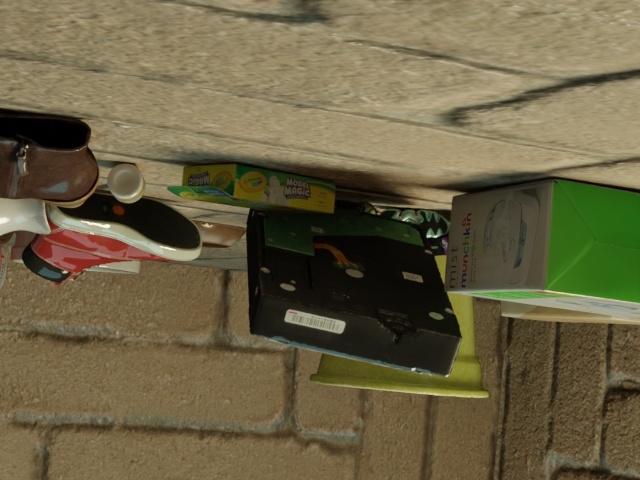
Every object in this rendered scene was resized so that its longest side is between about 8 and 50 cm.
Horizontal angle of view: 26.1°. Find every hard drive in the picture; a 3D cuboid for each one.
[{"bbox_3d":[0.029,0.044,1.665,0.236,0.064,0.339,13,-158,-10],"label":"hard drive"}]

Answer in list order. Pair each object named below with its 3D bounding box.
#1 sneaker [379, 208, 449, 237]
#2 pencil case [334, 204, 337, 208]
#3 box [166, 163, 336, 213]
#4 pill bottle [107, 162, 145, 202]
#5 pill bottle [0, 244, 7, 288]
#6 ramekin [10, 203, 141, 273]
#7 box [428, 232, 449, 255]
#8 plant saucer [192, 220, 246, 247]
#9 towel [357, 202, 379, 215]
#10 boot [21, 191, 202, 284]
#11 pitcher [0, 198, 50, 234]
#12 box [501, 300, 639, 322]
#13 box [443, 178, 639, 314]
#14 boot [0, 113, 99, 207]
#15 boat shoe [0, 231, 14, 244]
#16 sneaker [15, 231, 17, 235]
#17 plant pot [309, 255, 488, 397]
[{"bbox_3d":[0.131,-0.025,1.896,0.098,0.038,0.069,11,180,10],"label":"sneaker"},{"bbox_3d":[0.000,0.000,1.944,0.104,0.104,0.236,4,177,11],"label":"pencil case"},{"bbox_3d":[-0.082,-0.061,1.622,0.179,0.043,0.105,6,177,-42],"label":"box"},{"bbox_3d":[-0.236,-0.069,1.682,0.043,0.043,0.083,6,176,-4],"label":"pill bottle"},{"bbox_3d":[-0.626,0.022,2.124,0.229,0.229,0.407,5,176,-3],"label":"pill bottle"},{"bbox_3d":[-0.387,-0.010,2.209,0.207,0.109,0.207,6,175,0],"label":"ramekin"},{"bbox_3d":[0.200,-0.001,1.929,0.116,0.029,0.162,-13,-176,-19],"label":"box"},{"bbox_3d":[-0.234,-0.011,2.500,0.198,0.036,0.198,6,176,0],"label":"plant saucer"},{"bbox_3d":[0.056,0.008,1.907,0.027,0.110,0.148,20,178,10],"label":"towel"},{"bbox_3d":[-0.313,0.015,2.063,0.244,0.088,0.176,13,136,-23],"label":"boot"},{"bbox_3d":[-0.447,-0.045,1.677,0.207,0.126,0.178,-10,-163,-17],"label":"pitcher"},{"bbox_3d":[0.424,0.067,2.160,0.148,0.121,0.311,6,175,-23],"label":"box"},{"bbox_3d":[0.309,0.013,1.573,0.262,0.127,0.231,8,174,-23],"label":"box"},{"bbox_3d":[-0.349,-0.095,1.402,0.248,0.090,0.207,7,164,-6],"label":"boot"},{"bbox_3d":[-0.493,-0.059,1.932,0.095,0.095,0.257,19,171,5],"label":"boat shoe"},{"bbox_3d":[-0.487,-0.027,2.526,0.089,0.051,0.170,4,180,13],"label":"sneaker"},{"bbox_3d":[0.130,0.103,2.117,0.276,0.254,0.276,5,176,0],"label":"plant pot"}]
